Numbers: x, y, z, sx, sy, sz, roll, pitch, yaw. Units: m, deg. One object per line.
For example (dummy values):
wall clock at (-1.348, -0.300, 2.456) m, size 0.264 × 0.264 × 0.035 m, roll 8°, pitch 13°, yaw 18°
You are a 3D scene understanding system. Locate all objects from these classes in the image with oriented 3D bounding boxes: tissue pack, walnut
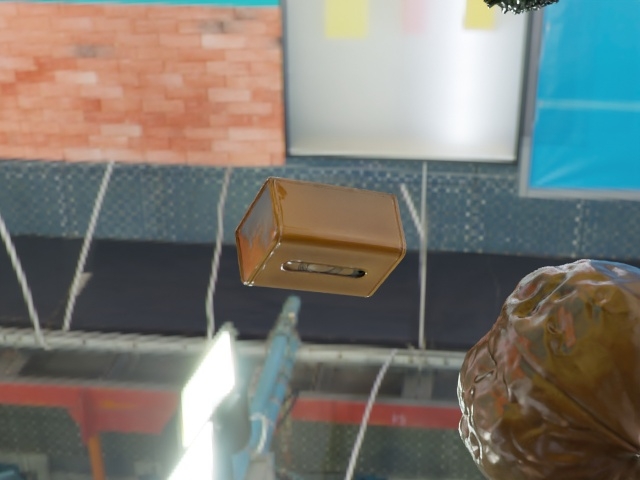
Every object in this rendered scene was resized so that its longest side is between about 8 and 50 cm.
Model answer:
tissue pack at (0.000, 0.000, 2.035) m, size 0.275 × 0.194 × 0.145 m, roll 6°, pitch -128°, yaw -24°
walnut at (0.360, 0.205, 1.400) m, size 0.308 × 0.354 × 0.398 m, roll 27°, pitch -167°, yaw -8°

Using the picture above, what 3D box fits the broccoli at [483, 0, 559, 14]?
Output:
broccoli at (0.267, -0.375, 1.353) m, size 0.155 × 0.160 × 0.167 m, roll -26°, pitch 177°, yaw -13°
